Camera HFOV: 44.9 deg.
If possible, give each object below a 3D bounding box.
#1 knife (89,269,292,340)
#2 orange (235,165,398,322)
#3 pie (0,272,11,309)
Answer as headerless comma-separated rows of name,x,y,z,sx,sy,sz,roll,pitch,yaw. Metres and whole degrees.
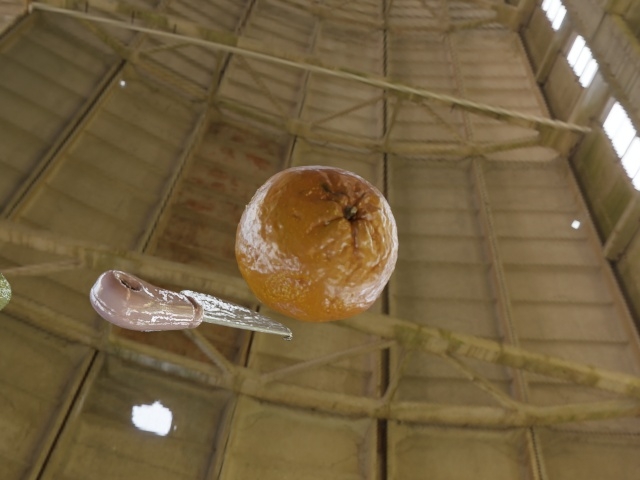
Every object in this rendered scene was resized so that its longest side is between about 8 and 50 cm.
knife,-0.143,0.085,0.921,0.081,0.043,0.336,39,-172,30
orange,0.000,-0.002,0.634,0.135,0.118,0.136,18,-138,-17
pie,-0.235,0.026,0.478,0.084,0.084,0.021,9,-125,-13
